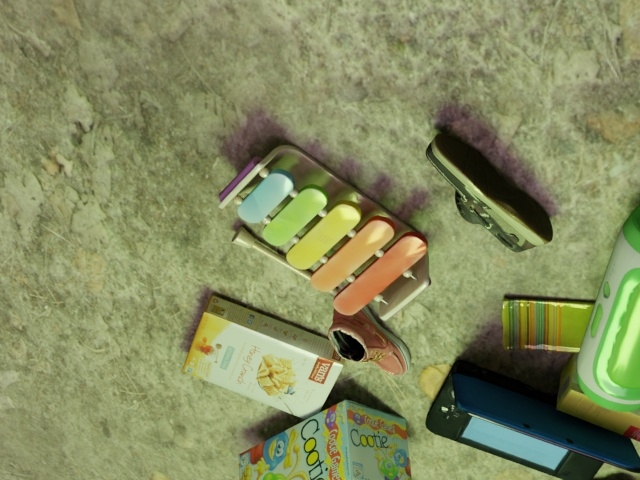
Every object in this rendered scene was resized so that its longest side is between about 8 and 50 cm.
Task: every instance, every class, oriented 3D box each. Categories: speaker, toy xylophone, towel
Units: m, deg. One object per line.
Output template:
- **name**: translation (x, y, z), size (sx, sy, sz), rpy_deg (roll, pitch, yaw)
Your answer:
- **speaker**: translation (0.439, 0.094, 1.658), size (0.131, 0.131, 0.296), rpy_deg (13, 128, 6)
- **toy xylophone**: translation (0.000, 0.000, 1.756), size (0.323, 0.081, 0.236), rpy_deg (29, 133, -8)
- **towel**: translation (0.387, 0.131, 1.792), size (0.237, 0.021, 0.102), rpy_deg (2, 132, 15)

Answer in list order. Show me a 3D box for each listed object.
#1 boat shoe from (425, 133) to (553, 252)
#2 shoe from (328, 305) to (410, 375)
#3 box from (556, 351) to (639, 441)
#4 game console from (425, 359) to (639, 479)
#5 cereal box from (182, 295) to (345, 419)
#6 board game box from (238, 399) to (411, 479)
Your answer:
- **boat shoe**: translation (0.217, -0.054, 1.639), size (0.224, 0.080, 0.073), rpy_deg (36, 127, -21)
- **shoe**: translation (0.074, 0.169, 1.884), size (0.064, 0.081, 0.178), rpy_deg (-22, 121, 32)
- **box**: translation (0.476, 0.252, 1.829), size (0.232, 0.087, 0.058), rpy_deg (21, 134, -3)
- **game console**: translation (0.319, 0.316, 1.877), size (0.293, 0.173, 0.250), rpy_deg (20, 133, 0)
- **cereal box**: translation (-0.092, 0.196, 1.984), size (0.240, 0.047, 0.173), rpy_deg (21, 135, -2)
- **board game box**: translation (0.004, 0.394, 2.041), size (0.144, 0.142, 0.275), rpy_deg (23, 139, -36)
